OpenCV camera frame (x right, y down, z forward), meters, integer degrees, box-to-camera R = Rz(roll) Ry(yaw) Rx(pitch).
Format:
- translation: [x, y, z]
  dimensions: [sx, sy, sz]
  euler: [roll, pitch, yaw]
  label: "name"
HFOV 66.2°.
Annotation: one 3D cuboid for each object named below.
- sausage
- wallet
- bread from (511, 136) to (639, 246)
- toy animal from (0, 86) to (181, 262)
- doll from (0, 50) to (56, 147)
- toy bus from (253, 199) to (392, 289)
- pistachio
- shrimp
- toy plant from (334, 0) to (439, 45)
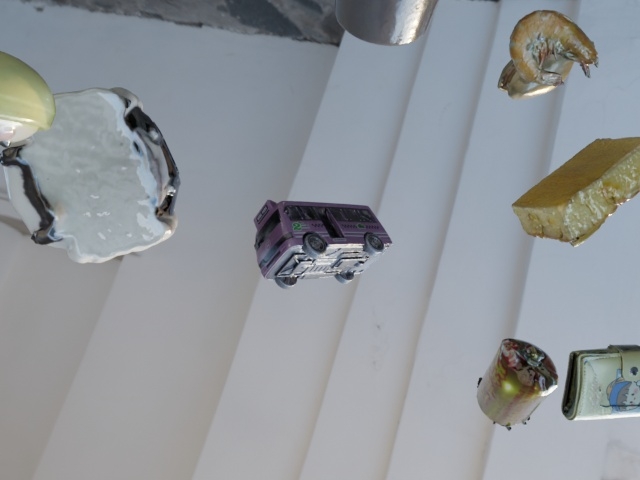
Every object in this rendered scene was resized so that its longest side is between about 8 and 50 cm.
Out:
- translation: [0.382, 0.274, 0.950]
  dimensions: [0.118, 0.125, 0.317]
  euler: [-17, 148, -1]
  label: "sausage"
- translation: [0.425, 0.200, 0.688]
  dimensions: [0.155, 0.110, 0.039]
  euler: [-2, -167, -7]
  label: "wallet"
- translation: [0.595, -0.114, 1.093]
  dimensions: [0.114, 0.275, 0.185]
  euler: [52, 176, -14]
  label: "bread"
- translation: [-0.296, -0.085, 0.648]
  dimensions: [0.205, 0.208, 0.156]
  euler: [-22, -162, -23]
  label: "toy animal"
- translation: [-0.308, -0.119, 0.369]
  dimensions: [0.142, 0.117, 0.296]
  euler: [3, 175, 9]
  label: "doll"
- translation: [0.000, 0.000, 0.644]
  dimensions: [0.179, 0.098, 0.087]
  euler: [-1, 146, -41]
  label: "toy bus"
- translation: [0.495, -0.396, 1.122]
  dimensions: [0.124, 0.185, 0.124]
  euler: [55, 179, 1]
  label: "pistachio"
- translation: [0.466, -0.375, 0.985]
  dimensions: [0.188, 0.132, 0.051]
  euler: [32, -151, 1]
  label: "shrimp"
- translation: [0.104, -0.455, 0.588]
  dimensions: [0.279, 0.185, 0.400]
  euler: [41, 150, 20]
  label: "toy plant"
